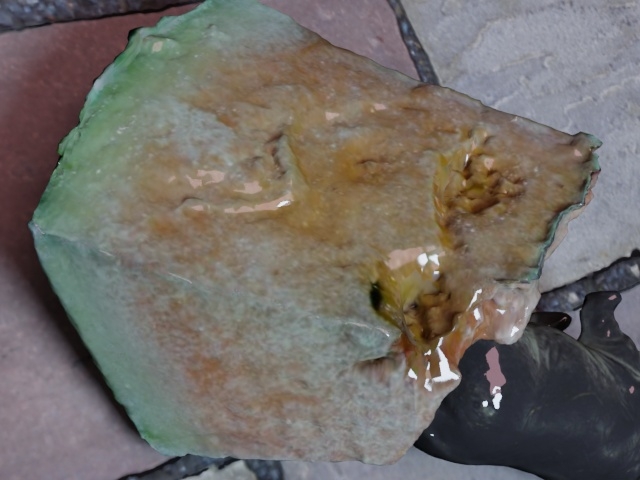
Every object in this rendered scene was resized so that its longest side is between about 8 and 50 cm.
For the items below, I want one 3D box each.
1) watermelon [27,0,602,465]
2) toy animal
[{"bbox_3d":[-0.009,0.006,0.677,0.302,0.151,0.264,23,51,6],"label":"watermelon"},{"bbox_3d":[0.196,0.127,0.800,0.343,0.106,0.168,31,56,-21],"label":"toy animal"}]
